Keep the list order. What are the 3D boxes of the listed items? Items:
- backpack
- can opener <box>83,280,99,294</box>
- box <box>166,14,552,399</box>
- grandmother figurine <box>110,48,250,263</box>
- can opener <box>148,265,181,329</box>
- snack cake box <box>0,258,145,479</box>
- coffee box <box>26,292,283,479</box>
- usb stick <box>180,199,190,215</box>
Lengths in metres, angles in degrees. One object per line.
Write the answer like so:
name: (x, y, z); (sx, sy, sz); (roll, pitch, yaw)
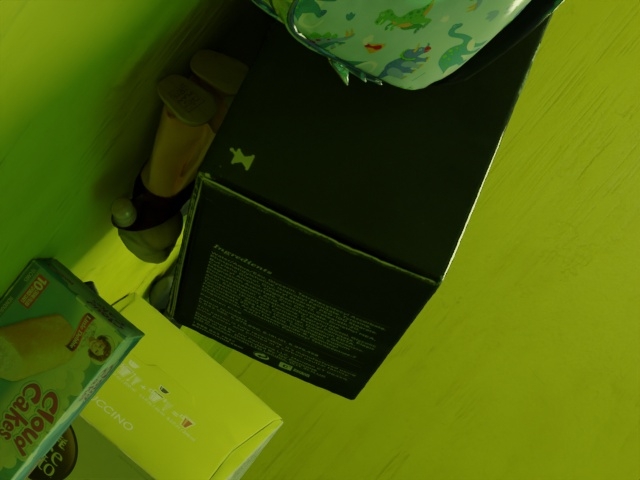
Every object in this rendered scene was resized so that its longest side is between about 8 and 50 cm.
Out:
backpack: (0.066, -0.285, 1.222); (0.290, 0.355, 0.273); (-39, -140, 29)
can opener: (-0.372, 0.125, 1.816); (0.059, 0.073, 0.186); (-2, -152, 41)
box: (0.046, -0.120, 1.655); (0.472, 0.297, 0.480); (111, 3, -66)
grandmother figurine: (-0.188, -0.081, 1.652); (0.208, 0.104, 0.342); (-35, 164, -34)
can opener: (-0.286, 0.125, 2.395); (0.093, 0.074, 0.280); (-6, 149, -27)
snack cake box: (-0.362, 0.170, 1.628); (0.264, 0.152, 0.089); (-51, 174, 5)
coffee box: (-0.327, 0.349, 2.099); (0.334, 0.338, 0.338); (-54, 172, 27)
usb stick: (-0.181, -0.074, 1.975); (0.077, 0.045, 0.278); (-53, 174, 18)
